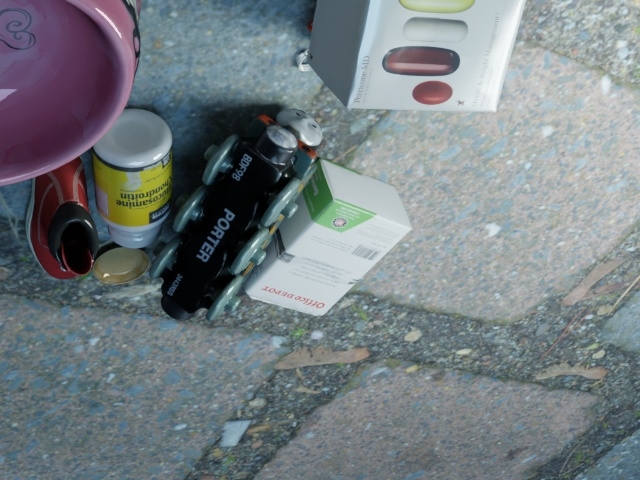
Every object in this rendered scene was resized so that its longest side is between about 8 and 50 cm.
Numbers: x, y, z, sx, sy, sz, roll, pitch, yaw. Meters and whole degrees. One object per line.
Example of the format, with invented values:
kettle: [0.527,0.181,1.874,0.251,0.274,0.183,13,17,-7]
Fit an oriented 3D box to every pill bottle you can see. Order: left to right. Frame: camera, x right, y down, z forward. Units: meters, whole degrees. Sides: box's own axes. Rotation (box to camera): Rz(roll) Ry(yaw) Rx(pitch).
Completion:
pill bottle: [-0.246,-0.077,1.623,0.103,0.103,0.184,-9,141,-14]

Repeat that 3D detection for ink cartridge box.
ink cartridge box: [0.000,0.000,1.829,0.160,0.093,0.219,19,128,-38]

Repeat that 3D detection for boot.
boot: [-0.337,0.011,1.632,0.088,0.176,0.244,-9,142,-16]

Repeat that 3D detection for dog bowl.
dog bowl: [-0.381,-0.214,1.332,0.408,0.150,0.408,-12,148,-8]

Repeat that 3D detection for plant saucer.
plant saucer: [-0.293,0.032,1.805,0.083,0.015,0.083,-12,142,-9]

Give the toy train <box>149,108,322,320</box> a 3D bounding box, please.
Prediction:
toy train: [-0.112,-0.036,1.678,0.142,0.190,0.334,35,121,3]

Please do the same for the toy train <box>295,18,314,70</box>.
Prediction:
toy train: [0.058,-0.245,1.597,0.166,0.046,0.125,-4,139,-20]

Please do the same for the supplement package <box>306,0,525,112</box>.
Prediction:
supplement package: [0.115,-0.270,1.472,0.203,0.149,0.194,-1,120,-22]
